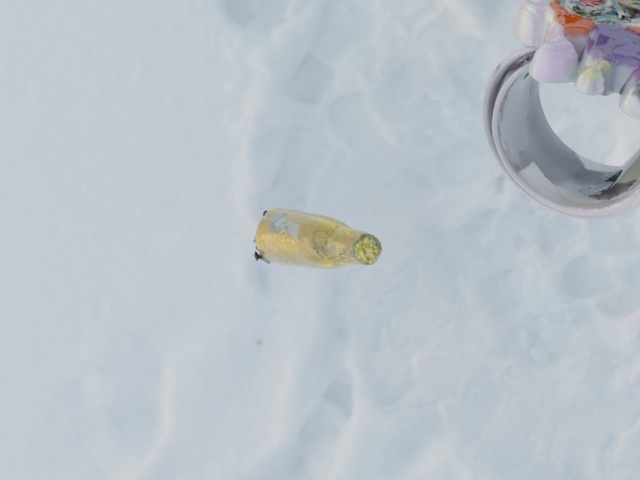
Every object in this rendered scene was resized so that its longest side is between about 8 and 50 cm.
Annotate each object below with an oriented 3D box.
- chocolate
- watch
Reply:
[{"bbox_3d":[0.000,0.000,1.177,0.219,0.085,0.086,6,108,55],"label":"chocolate"},{"bbox_3d":[0.285,-0.123,0.928,0.244,0.196,0.231,31,136,26],"label":"watch"}]
